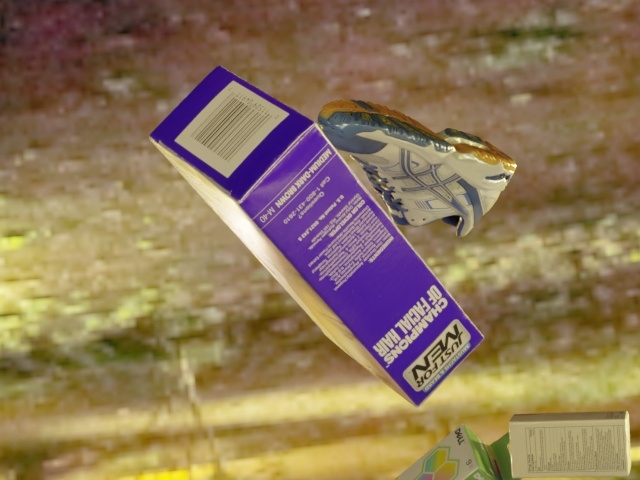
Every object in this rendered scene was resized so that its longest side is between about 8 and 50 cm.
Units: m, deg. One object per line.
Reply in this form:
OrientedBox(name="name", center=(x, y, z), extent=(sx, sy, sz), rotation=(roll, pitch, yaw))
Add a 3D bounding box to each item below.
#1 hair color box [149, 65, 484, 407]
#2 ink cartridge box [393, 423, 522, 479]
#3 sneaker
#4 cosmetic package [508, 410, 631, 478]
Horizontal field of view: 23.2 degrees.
OrientedBox(name="hair color box", center=(0.000, 0.000, 1.507), extent=(0.339, 0.110, 0.185), rotation=(48, 172, -39))
OrientedBox(name="ink cartridge box", center=(0.184, 0.321, 2.099), extent=(0.209, 0.062, 0.109), rotation=(-40, -157, 13))
OrientedBox(name="sneaker", center=(0.106, -0.077, 1.870), extent=(0.296, 0.131, 0.112), rotation=(16, -161, -37))
OrientedBox(name="cosmetic package", center=(0.246, 0.201, 1.535), extent=(0.115, 0.060, 0.041), rotation=(-2, -174, 15))
